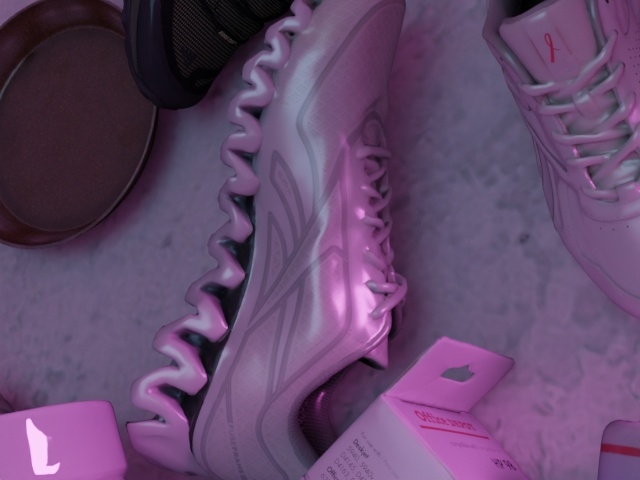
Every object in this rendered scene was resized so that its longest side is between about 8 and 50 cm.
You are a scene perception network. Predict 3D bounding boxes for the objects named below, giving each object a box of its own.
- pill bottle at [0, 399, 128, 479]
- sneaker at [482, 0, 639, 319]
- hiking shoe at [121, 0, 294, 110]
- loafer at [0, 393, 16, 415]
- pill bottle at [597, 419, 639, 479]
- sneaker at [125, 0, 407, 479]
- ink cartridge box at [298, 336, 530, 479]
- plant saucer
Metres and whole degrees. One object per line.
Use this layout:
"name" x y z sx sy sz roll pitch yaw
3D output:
"pill bottle" -0.143 0.233 0.657 0.160 0.160 0.283 -17 81 25
"sneaker" 0.124 -0.066 0.622 0.090 0.115 0.232 -29 67 21
"hiking shoe" -0.026 -0.168 0.747 0.114 0.086 0.227 32 95 34
"loafer" -0.292 0.223 0.794 0.319 0.112 0.111 -51 52 10
"pill bottle" 0.159 0.162 0.569 0.087 0.087 0.160 3 81 30
"sneaker" 0.000 0.000 0.693 0.118 0.110 0.292 21 98 23
"ink cartridge box" 0.034 0.135 0.635 0.180 0.104 0.060 -48 61 12
"plant saucer" -0.167 -0.075 0.838 0.168 0.029 0.168 -6 77 28
